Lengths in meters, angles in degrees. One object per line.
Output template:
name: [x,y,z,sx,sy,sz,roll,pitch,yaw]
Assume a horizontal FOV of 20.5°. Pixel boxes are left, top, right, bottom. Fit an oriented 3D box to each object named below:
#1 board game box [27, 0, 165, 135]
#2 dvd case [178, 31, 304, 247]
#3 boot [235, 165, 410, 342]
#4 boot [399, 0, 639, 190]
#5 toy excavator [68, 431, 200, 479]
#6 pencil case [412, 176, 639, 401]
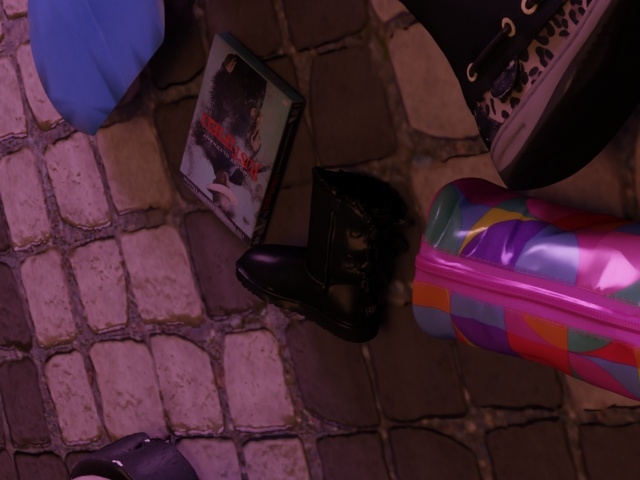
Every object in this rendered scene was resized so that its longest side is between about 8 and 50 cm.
board game box: [-0.150,-0.161,1.254,0.169,0.033,0.133,-47,61,41]
dvd case: [-0.055,-0.067,1.185,0.087,0.013,0.119,44,133,32]
boot: [-0.001,0.000,1.118,0.121,0.045,0.099,28,125,33]
boot: [0.119,-0.163,0.893,0.178,0.085,0.236,57,132,29]
toy excavator: [-0.069,0.408,1.229,0.445,0.222,0.433,20,119,35]
pencil case: [0.150,0.031,0.908,0.236,0.104,0.104,14,113,48]
